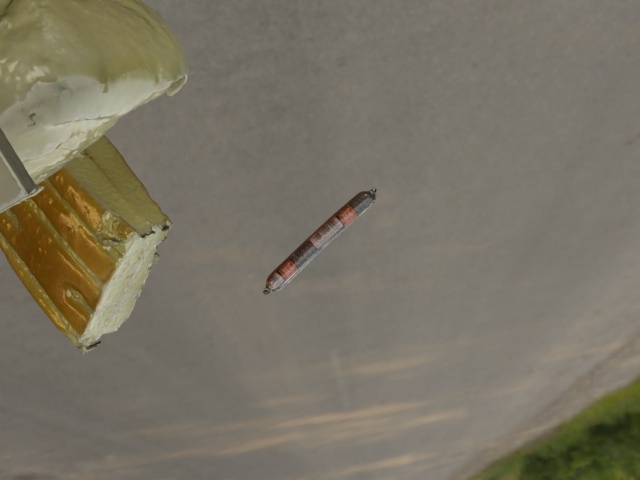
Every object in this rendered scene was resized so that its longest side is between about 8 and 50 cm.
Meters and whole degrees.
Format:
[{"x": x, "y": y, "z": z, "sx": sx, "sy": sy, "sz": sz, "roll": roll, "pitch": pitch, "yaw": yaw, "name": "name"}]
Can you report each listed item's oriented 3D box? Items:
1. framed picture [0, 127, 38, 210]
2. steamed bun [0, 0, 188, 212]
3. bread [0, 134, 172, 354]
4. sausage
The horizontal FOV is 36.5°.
[{"x": -0.376, "y": -0.072, "z": 0.668, "sx": 0.324, "sy": 0.241, "sz": 0.020, "roll": -23, "pitch": -166, "yaw": 22, "name": "framed picture"}, {"x": -0.330, "y": -0.147, "z": 0.924, "sx": 0.372, "sy": 0.230, "sz": 0.325, "roll": -30, "pitch": -170, "yaw": 11, "name": "steamed bun"}, {"x": -0.321, "y": -0.014, "z": 1.290, "sx": 0.111, "sy": 0.246, "sz": 0.239, "roll": -22, "pitch": 154, "yaw": -45, "name": "bread"}, {"x": 0.000, "y": 0.000, "z": 1.227, "sx": 0.198, "sy": 0.028, "sz": 0.025, "roll": -44, "pitch": 161, "yaw": -12, "name": "sausage"}]
